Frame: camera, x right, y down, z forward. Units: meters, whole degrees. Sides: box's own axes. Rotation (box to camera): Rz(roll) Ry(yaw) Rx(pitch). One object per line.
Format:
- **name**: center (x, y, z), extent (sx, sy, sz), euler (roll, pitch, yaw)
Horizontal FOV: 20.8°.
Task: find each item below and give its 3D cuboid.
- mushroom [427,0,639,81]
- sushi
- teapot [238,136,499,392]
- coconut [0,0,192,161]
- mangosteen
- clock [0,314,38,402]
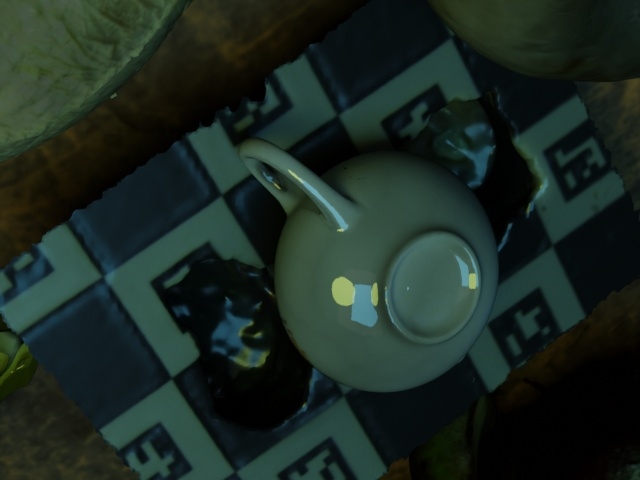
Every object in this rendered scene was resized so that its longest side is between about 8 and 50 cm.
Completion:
- **mushroom**: center (0.218, -0.207, 0.892), extent (0.362, 0.294, 0.362), euler (-29, 158, -13)
- **sushi**: center (0.000, 0.000, 1.124), extent (0.373, 0.100, 0.296), euler (-37, 122, -6)
- **teapot**: center (0.037, 0.013, 1.036), extent (0.226, 0.092, 0.145), euler (46, 73, -28)
- **coconut**: center (-0.172, -0.174, 0.802), extent (0.297, 0.297, 0.254), euler (-32, 126, 4)
- **mangosteen**: center (0.212, 0.230, 1.235), extent (0.330, 0.330, 0.330), euler (-10, 126, -13)
- **clock**: center (-0.335, 0.092, 1.069), extent (0.293, 0.071, 0.277), euler (25, 111, -20)
